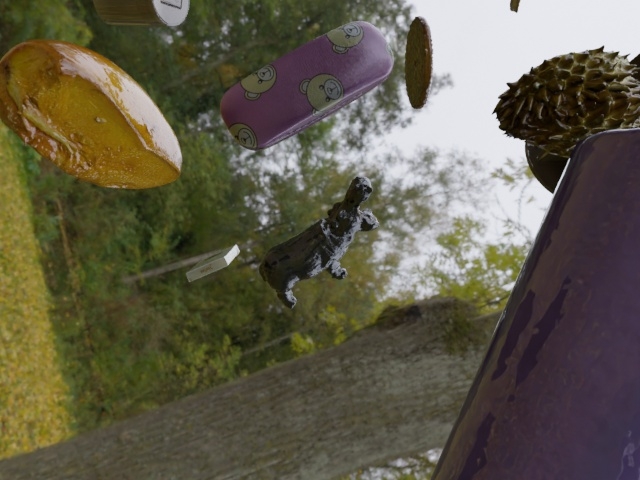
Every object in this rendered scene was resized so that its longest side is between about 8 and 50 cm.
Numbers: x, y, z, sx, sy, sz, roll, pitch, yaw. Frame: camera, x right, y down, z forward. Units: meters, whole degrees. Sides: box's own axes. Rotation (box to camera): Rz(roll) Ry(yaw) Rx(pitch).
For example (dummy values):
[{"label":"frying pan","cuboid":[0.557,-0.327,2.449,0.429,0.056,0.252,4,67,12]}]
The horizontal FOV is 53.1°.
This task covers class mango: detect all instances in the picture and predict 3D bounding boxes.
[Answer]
[{"label":"mango","cuboid":[-0.342,-0.184,1.018,0.350,0.201,0.199,27,72,-58]}]

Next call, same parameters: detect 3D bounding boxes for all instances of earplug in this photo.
[{"label":"earplug","cuboid":[0.212,0.152,0.522,0.215,0.456,0.215,29,-5,3]}]

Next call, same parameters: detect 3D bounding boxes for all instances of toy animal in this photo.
[{"label":"toy animal","cuboid":[0.014,0.006,1.494,0.168,0.343,0.106,44,9,-36]}]

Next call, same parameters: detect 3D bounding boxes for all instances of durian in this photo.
[{"label":"durian","cuboid":[0.329,-0.145,0.789,0.139,0.252,0.144,158,-77,-66]}]

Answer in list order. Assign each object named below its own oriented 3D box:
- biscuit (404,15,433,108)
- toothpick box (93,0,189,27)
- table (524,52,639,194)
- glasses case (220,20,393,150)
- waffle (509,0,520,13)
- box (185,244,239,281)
[{"label":"biscuit","cuboid":[0.205,-0.367,1.329,0.188,0.027,0.188,179,-90,-85]},{"label":"toothpick box","cuboid":[-0.378,-0.508,1.352,0.180,0.111,0.111,11,-55,30]},{"label":"table","cuboid":[0.464,-0.182,1.026,0.167,0.167,0.227,69,-25,15]},{"label":"glasses case","cuboid":[-0.022,-0.268,1.107,0.123,0.316,0.076,58,-6,9]},{"label":"waffle","cuboid":[0.379,-0.498,1.190,0.092,0.021,0.135,-63,164,-56]},{"label":"box","cuboid":[-0.230,0.047,1.385,0.167,0.090,0.024,-79,145,-82]}]
